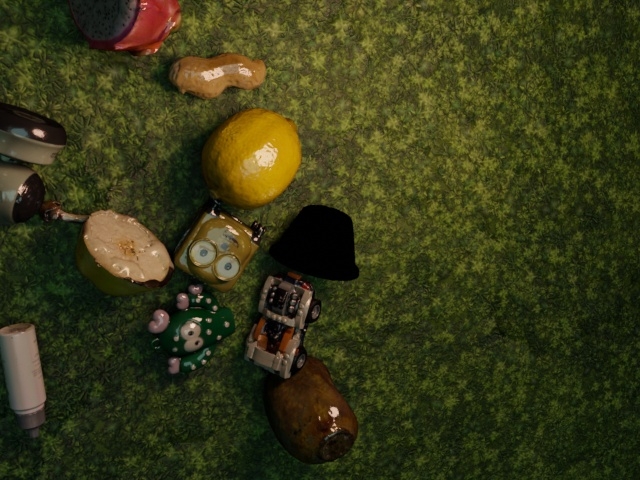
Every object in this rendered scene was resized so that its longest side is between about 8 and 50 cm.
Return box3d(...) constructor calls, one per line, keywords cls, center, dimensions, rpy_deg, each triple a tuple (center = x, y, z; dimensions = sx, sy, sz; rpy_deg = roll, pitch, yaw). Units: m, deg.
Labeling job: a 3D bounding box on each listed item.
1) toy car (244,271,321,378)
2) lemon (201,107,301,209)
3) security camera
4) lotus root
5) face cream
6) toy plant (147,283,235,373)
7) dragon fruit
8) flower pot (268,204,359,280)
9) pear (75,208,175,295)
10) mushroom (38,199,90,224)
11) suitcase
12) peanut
box3d(cls="toy car", center=(-0.117, 0.238, 1.728), dimensions=(0.118, 0.193, 0.301), rpy_deg=(5, 103, -61))
box3d(cls="lemon", center=(-0.179, -0.221, 1.589), dimensions=(0.320, 0.245, 0.245), rpy_deg=(-48, 112, -24))
box3d(cls="security camera", center=(-0.746, -0.174, 1.434), dimensions=(0.191, 0.197, 0.277), rpy_deg=(22, 99, -12))
box3d(cls="lotus root", center=(-0.028, 0.503, 1.737), dimensions=(0.251, 0.346, 0.250), rpy_deg=(-8, 109, -22))
box3d(cls="face cream", center=(-0.780, 0.378, 1.572), dimensions=(0.092, 0.092, 0.311), rpy_deg=(-9, 102, -18))
box3d(cls="toy plant", center=(-0.366, 0.255, 1.685), dimensions=(0.243, 0.112, 0.232), rpy_deg=(-39, 120, -13))
box3d(cls="dragon fruit", center=(-0.452, -0.581, 1.429), dimensions=(0.189, 0.291, 0.290), rpy_deg=(-17, 109, -52))
box3d(cls="flower pot", center=(0.000, 0.000, 1.716), dimensions=(0.269, 0.269, 0.166), rpy_deg=(24, 73, -22))
box3d(cls="pear", center=(-0.535, 0.064, 1.566), dimensions=(0.267, 0.267, 0.178), rpy_deg=(33, 120, -22))
box3d(cls="mushroom", center=(-0.642, -0.067, 1.565), dimensions=(0.187, 0.061, 0.060), rpy_deg=(8, 90, -32))
box3d(cls="suitcase", center=(-0.285, 0.016, 1.652), dimensions=(0.194, 0.143, 0.234), rpy_deg=(33, 89, -22))
box3d(cls="peanut", center=(-0.274, -0.446, 1.595), dimensions=(0.263, 0.101, 0.117), rpy_deg=(-15, 130, -19))
